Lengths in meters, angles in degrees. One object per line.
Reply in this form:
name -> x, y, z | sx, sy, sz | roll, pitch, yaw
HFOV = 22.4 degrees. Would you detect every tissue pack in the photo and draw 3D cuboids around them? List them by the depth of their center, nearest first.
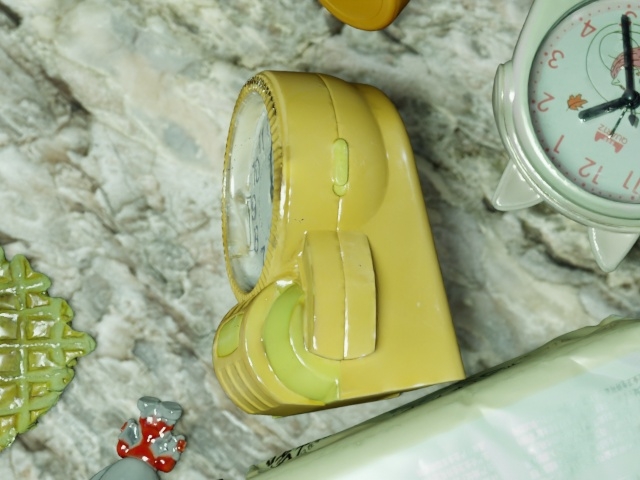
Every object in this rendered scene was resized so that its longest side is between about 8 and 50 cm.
tissue pack -> 0.170, 0.290, 1.483 | 0.404, 0.205, 0.332 | -22, 89, -3

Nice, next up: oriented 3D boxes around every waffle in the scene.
waffle -> -0.347, 0.106, 1.577 | 0.208, 0.054, 0.214 | 42, 84, 8

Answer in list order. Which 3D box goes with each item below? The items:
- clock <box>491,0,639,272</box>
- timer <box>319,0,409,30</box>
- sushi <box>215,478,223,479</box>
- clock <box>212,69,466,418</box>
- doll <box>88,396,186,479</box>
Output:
clock -> 0.299, -0.139, 1.575 | 0.265, 0.108, 0.324 | 31, 86, 2
timer -> 0.071, -0.301, 1.600 | 0.132, 0.132, 0.152 | 46, 62, 4
sushi -> -0.105, 0.275, 1.545 | 0.056, 0.085, 0.083 | -20, 84, -1
clock -> 0.000, 0.000, 1.504 | 0.200, 0.244, 0.317 | -1, 79, -20
doll -> -0.182, 0.235, 1.558 | 0.094, 0.079, 0.180 | 17, 71, 16
